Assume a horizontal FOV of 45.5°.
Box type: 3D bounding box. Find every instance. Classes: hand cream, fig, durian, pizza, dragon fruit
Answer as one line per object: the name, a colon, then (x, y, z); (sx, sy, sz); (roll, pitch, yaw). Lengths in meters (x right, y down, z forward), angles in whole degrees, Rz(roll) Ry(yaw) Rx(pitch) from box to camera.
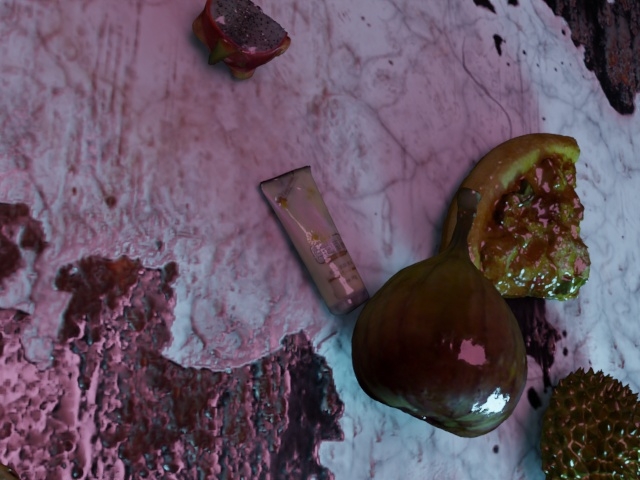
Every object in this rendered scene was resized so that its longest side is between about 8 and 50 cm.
hand cream: (0.000, 0.000, 0.704); (0.061, 0.039, 0.143); (-26, 88, -32)
fig: (0.104, 0.066, 0.703); (0.160, 0.143, 0.231); (22, 41, -27)
durian: (0.288, 0.232, 0.789); (0.146, 0.102, 0.208); (22, 71, -32)
pizza: (0.233, -0.010, 0.837); (0.292, 0.058, 0.197); (-40, 100, -33)
dragon fruit: (-0.077, -0.180, 0.687); (0.083, 0.056, 0.060); (36, 60, -15)

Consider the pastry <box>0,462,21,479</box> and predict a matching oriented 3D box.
pastry: (-0.232, 0.257, 0.404); (0.256, 0.170, 0.237); (-43, 108, -47)
